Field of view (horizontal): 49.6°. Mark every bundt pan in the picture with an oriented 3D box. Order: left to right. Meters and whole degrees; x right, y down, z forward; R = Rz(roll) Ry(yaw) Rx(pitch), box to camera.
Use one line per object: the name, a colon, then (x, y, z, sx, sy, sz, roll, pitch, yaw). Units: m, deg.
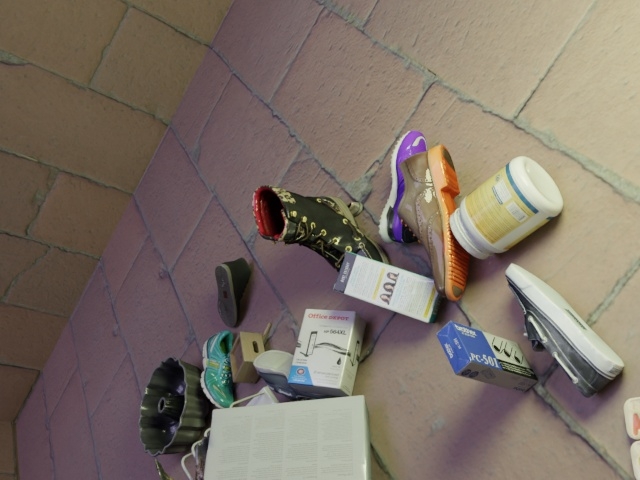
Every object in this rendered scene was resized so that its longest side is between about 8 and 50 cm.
bundt pan: (-0.480, 0.560, 2.321, 0.331, 0.124, 0.330, -27, 53, 44)

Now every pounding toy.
pounding toy: (-0.207, 0.339, 2.104, 0.141, 0.100, 0.130, -106, 34, -44)

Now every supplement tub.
supplement tub: (0.383, -0.064, 1.443, 0.200, 0.144, 0.144, -41, 44, 34)

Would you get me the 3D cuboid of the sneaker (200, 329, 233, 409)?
sneaker: (-0.313, 0.406, 2.198, 0.110, 0.107, 0.275, -36, 46, 26)

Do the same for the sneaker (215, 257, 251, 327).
sneaker: (-0.275, 0.171, 2.292, 0.083, 0.118, 0.221, 10, 110, 36)

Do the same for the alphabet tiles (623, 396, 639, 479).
alphabet tiles: (0.610, 0.295, 1.065, 0.284, 0.021, 0.277, -25, 55, 45)

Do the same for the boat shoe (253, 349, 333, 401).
boat shoe: (-0.057, 0.382, 1.889, 0.320, 0.116, 0.099, 8, 125, 47)

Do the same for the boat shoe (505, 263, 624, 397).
boat shoe: (0.431, 0.165, 1.308, 0.102, 0.108, 0.301, -54, 45, 20)

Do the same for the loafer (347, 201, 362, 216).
loafer: (0.066, -0.074, 1.970, 0.125, 0.039, 0.045, -37, 45, 38)

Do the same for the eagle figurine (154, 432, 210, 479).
eagle figurine: (-0.295, 0.649, 1.658, 0.226, 0.225, 0.298, -126, 44, -74)

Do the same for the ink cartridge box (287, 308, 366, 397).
ink cartridge box: (0.018, 0.281, 1.750, 0.148, 0.086, 0.203, 0, 62, 26)

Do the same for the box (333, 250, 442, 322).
box: (0.161, 0.110, 1.628, 0.244, 0.060, 0.100, 18, 88, 24)

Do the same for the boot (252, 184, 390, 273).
boot: (0.000, 0.000, 1.787, 0.138, 0.284, 0.377, -51, 48, 27)

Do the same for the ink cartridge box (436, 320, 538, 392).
ink cartridge box: (0.321, 0.225, 1.327, 0.046, 0.207, 0.097, -49, 40, 27)

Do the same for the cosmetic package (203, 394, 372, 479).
cosmetic package: (-0.073, 0.515, 1.586, 0.378, 0.097, 0.284, -7, 42, 9)

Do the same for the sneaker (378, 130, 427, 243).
sneaker: (0.247, -0.130, 1.715, 0.146, 0.102, 0.293, 3, 80, 47)

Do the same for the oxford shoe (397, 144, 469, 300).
oxford shoe: (0.253, -0.032, 1.578, 0.133, 0.130, 0.363, -14, 66, 27)

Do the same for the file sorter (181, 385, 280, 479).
file sorter: (-0.216, 0.566, 1.858, 0.192, 0.173, 0.277, 51, 119, 20)
